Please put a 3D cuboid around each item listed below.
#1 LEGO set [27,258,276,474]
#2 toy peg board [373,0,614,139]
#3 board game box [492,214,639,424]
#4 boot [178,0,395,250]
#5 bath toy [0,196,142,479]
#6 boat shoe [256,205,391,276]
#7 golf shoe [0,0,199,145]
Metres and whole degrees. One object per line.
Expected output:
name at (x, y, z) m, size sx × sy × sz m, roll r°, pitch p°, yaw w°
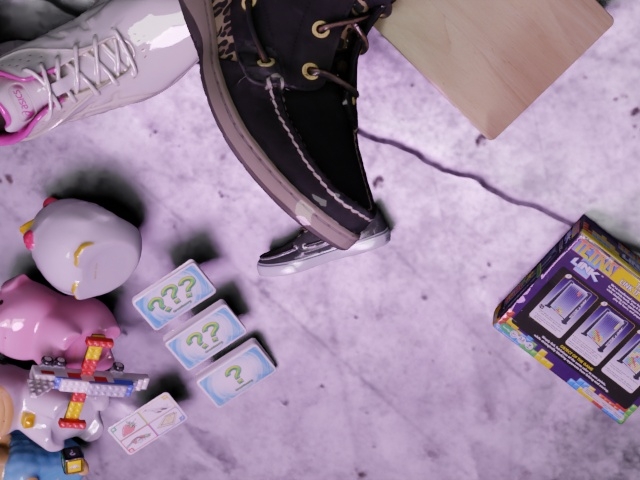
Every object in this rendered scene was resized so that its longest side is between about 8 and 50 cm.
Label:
LEGO set at (-0.184, 0.151, 1.979) m, size 0.244 × 0.060 × 0.182 m, roll -32°, pitch 129°, yaw 3°
toy peg board at (0.158, -0.210, 1.809) m, size 0.161 × 0.079 × 0.160 m, roll 44°, pitch 100°, yaw -11°
board game box at (0.281, 0.080, 1.928) m, size 0.170 × 0.048 × 0.141 m, roll 38°, pitch 114°, yaw -7°
boot at (0.034, -0.203, 1.698) m, size 0.284 × 0.377 × 0.138 m, roll -37°, pitch 137°, yaw 18°
bath toy at (-0.290, 0.100, 2.015) m, size 0.151 × 0.129 × 0.348 m, roll -6°, pitch 127°, yaw -37°
boat shoe at (0.000, 0.000, 1.949) m, size 0.142 × 0.049 × 0.040 m, roll -16°, pitch 105°, yaw 11°
golf shoe at (-0.242, -0.155, 1.869) m, size 0.306 × 0.140 × 0.115 m, roll -21°, pitch 108°, yaw 18°
